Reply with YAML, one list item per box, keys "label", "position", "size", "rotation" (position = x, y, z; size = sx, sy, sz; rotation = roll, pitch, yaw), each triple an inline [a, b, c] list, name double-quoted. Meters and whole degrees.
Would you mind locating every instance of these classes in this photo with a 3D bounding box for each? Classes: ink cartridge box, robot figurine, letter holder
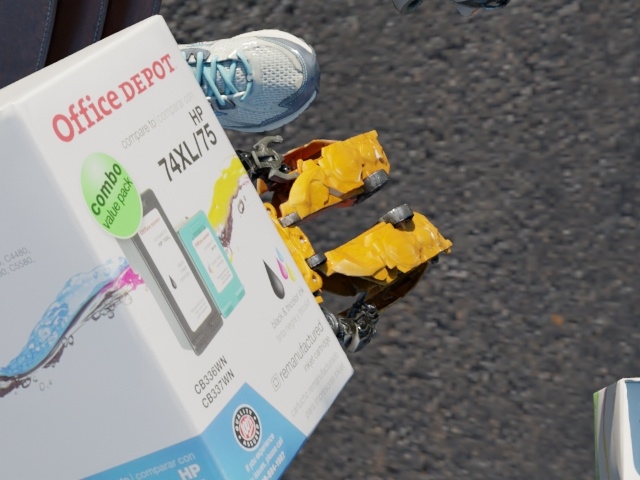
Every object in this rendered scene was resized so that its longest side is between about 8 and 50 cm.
- label: "ink cartridge box"
  position: [-0.148, 0.038, 0.986]
  size: [0.270, 0.197, 0.198]
  rotation: [62, 28, -12]
- label: "ink cartridge box"
  position: [0.417, 0.216, 1.747]
  size: [0.207, 0.353, 0.119]
  rotation: [1, 82, 5]
- label: "robot figurine"
  position: [0.000, 0.000, 1.461]
  size: [0.211, 0.085, 0.291]
  rotation: [56, 36, 6]
- label: "letter holder"
  position: [-0.271, -0.235, 1.559]
  size: [0.215, 0.152, 0.301]
  rotation: [16, 118, -2]

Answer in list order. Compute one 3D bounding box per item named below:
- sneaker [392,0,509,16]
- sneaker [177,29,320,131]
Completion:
- label: "sneaker"
  position: [0.182, -0.275, 1.547]
  size: [0.100, 0.272, 0.108]
  rotation: [-25, 111, -56]
- label: "sneaker"
  position: [-0.138, -0.161, 1.709]
  size: [0.122, 0.283, 0.110]
  rotation: [-23, 109, -64]
